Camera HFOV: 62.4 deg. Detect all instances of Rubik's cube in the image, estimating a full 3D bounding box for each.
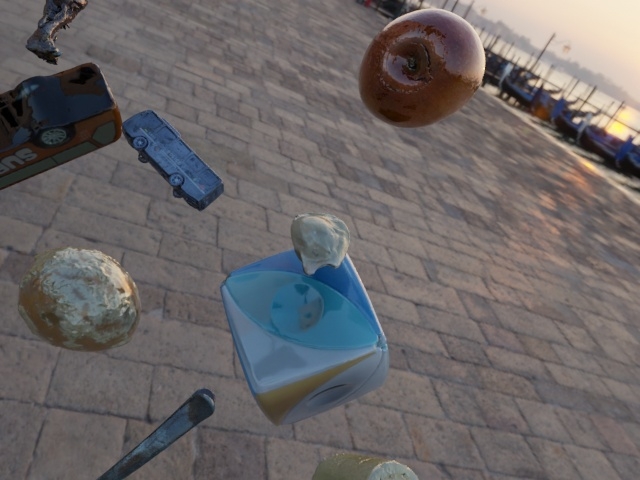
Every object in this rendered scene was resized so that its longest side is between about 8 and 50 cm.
[{"bbox_3d":[-0.035,0.243,1.383,0.347,0.352,0.352,-20,57,-5],"label":"Rubik's cube"}]

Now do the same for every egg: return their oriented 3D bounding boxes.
[{"bbox_3d":[-0.472,0.120,1.051,0.245,0.203,0.203,44,19,-25],"label":"egg"}]

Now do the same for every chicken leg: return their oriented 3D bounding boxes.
[{"bbox_3d":[-0.369,-0.352,0.721,0.106,0.051,0.253,4,68,-60],"label":"chicken leg"}]

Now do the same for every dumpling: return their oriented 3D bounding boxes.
[{"bbox_3d":[0.000,0.000,1.205,0.136,0.118,0.199,-1,49,-4],"label":"dumpling"}]

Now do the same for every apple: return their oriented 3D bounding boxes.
[{"bbox_3d":[0.181,-0.317,0.982,0.210,0.235,0.173,49,16,6],"label":"apple"}]

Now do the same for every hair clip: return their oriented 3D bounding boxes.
[{"bbox_3d":[-0.254,0.302,0.779,0.039,0.229,0.070,55,-12,-3],"label":"hair clip"}]

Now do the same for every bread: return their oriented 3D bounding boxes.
[{"bbox_3d":[0.076,0.425,0.862,0.148,0.141,0.134,52,52,-17],"label":"bread"}]

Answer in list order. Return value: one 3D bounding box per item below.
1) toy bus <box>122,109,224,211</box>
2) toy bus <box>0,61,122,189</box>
[{"bbox_3d":[-0.213,-0.116,0.761,0.166,0.047,0.065,45,71,7],"label":"toy bus"},{"bbox_3d":[-0.449,-0.102,0.656,0.408,0.092,0.093,-25,73,-9],"label":"toy bus"}]
